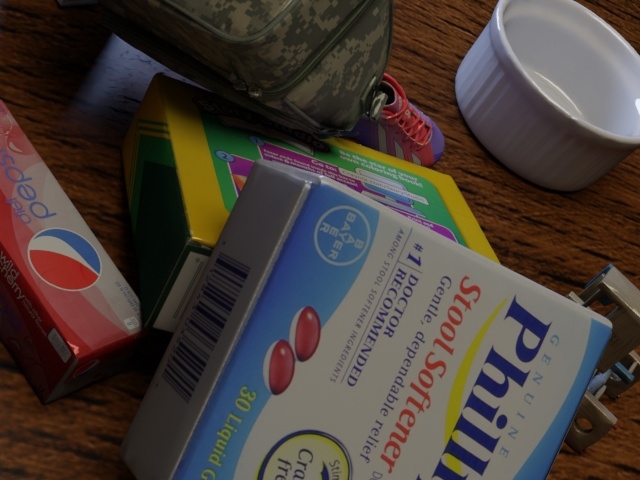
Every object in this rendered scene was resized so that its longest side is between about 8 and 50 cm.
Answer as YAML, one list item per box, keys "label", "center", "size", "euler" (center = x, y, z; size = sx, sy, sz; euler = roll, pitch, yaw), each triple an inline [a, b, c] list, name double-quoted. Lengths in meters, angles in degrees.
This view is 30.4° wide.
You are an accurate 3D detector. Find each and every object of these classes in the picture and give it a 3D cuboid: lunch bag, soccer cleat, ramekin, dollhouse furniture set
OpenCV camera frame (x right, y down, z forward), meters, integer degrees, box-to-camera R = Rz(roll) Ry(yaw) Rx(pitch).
- label: "lunch bag"
  center: [-0.077, -0.248, 1.169]
  size: [0.305, 0.256, 0.212]
  euler: [32, 79, 22]
- label: "soccer cleat"
  center: [0.078, -0.143, 1.359]
  size: [0.248, 0.095, 0.083]
  euler: [25, 67, -42]
- label: "ramekin"
  center: [0.317, -0.198, 1.595]
  size: [0.277, 0.135, 0.277]
  euler: [20, 44, -21]
- label: "dollhouse furniture set"
  center: [0.315, 0.113, 1.278]
  size: [0.129, 0.183, 0.129]
  euler: [44, 41, 5]

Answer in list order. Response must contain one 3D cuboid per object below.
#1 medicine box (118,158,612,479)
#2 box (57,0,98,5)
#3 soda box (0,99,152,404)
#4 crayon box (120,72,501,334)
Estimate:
- label: "medicine box"
  center: [0.035, 0.116, 0.923]
  size: [0.289, 0.263, 0.149]
  euler: [25, -1, -23]
- label: "box"
  center: [-0.236, -0.368, 1.285]
  size: [0.103, 0.203, 0.114]
  euler: [-19, 67, -44]
- label: "soda box"
  center: [-0.260, 0.005, 1.026]
  size: [0.092, 0.083, 0.263]
  euler: [-22, 70, -46]
- label: "crayon box"
  center: [0.000, 0.000, 1.147]
  size: [0.363, 0.106, 0.313]
  euler: [18, 27, -24]
